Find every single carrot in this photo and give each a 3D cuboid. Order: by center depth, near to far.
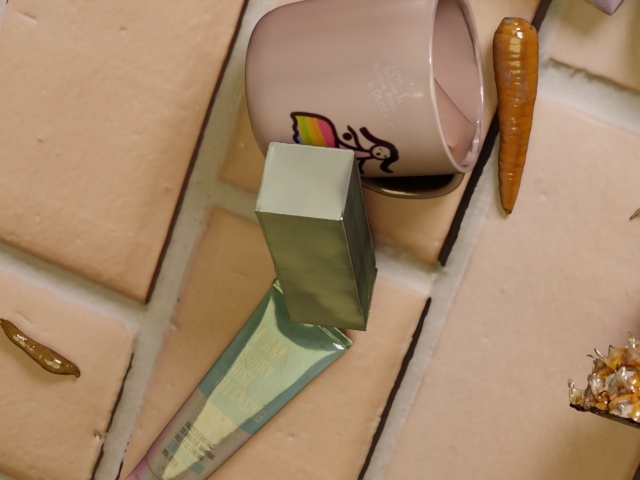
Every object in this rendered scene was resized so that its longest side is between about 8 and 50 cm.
[{"bbox_3d":[0.197,-0.125,1.863,0.048,0.048,0.216,5,114,13],"label":"carrot"}]

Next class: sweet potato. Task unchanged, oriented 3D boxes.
[{"bbox_3d":[-0.324,0.126,2.087,0.115,0.026,0.026,35,113,1],"label":"sweet potato"}]

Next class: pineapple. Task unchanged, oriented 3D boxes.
[{"bbox_3d":[0.401,0.072,1.804,0.262,0.262,0.272,17,88,9],"label":"pineapple"}]

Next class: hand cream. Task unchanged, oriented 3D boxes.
[{"bbox_3d":[-0.100,0.188,2.028,0.111,0.070,0.312,41,109,2],"label":"hand cream"}]

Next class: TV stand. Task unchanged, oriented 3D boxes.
[{"bbox_3d":[0.000,0.000,1.841,0.088,0.269,0.083,6,64,9],"label":"TV stand"}]

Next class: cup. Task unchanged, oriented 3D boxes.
[{"bbox_3d":[0.052,-0.135,1.835,0.200,0.192,0.253,-4,139,20],"label":"cup"}]

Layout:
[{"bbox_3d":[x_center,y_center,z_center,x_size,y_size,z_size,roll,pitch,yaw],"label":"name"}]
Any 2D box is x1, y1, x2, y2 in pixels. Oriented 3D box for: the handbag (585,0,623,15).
[{"bbox_3d":[0.243,-0.312,1.766,0.173,0.095,0.117,32,107,-6],"label":"handbag"}]
